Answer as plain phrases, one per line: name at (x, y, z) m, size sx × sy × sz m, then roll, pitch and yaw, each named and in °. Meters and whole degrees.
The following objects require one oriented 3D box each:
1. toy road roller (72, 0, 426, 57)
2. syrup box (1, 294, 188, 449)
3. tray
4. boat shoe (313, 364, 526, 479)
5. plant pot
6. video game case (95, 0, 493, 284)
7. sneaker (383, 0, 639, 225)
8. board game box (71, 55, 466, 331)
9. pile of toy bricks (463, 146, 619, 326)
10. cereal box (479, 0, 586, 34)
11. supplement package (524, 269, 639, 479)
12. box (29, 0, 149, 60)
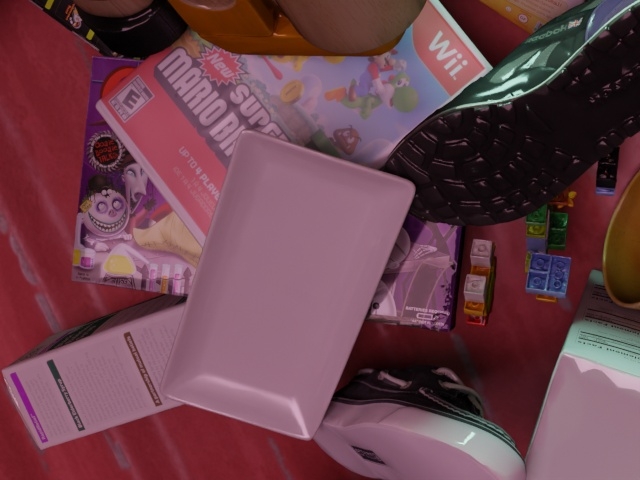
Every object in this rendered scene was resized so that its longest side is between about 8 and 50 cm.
toy road roller at (-0.076, -0.285, 0.892) m, size 0.330 × 0.202 × 0.240 m, roll 8°, pitch 74°, yaw 21°
syrup box at (-0.185, 0.119, 1.156) m, size 0.237 × 0.093 × 0.096 m, roll -19°, pitch 99°, yaw 23°
tray at (-0.033, 0.040, 0.973) m, size 0.145 × 0.030 × 0.270 m, roll 17°, pitch 118°, yaw -6°
boat shoe at (0.089, 0.152, 0.988) m, size 0.108 × 0.301 × 0.102 m, roll 47°, pitch 71°, yaw -12°
plant pot at (0.306, 0.005, 0.950) m, size 0.095 × 0.134 × 0.134 m, roll 19°, pitch 113°, yaw -14°
video game case at (-0.026, -0.126, 0.987) m, size 0.285 × 0.025 × 0.204 m, roll -39°, pitch 83°, yaw 11°
sneaker at (0.180, -0.111, 0.906) m, size 0.283 × 0.124 × 0.107 m, roll -29°, pitch 112°, yaw 29°
board game box at (-0.043, -0.044, 1.030) m, size 0.347 × 0.056 × 0.208 m, roll 6°, pitch 89°, yaw 12°
pile of toy bricks at (0.185, -0.021, 0.985) m, size 0.118 × 0.105 × 0.212 m, roll 8°, pitch 67°, yaw 15°
cereal box at (0.163, -0.280, 0.887) m, size 0.173 × 0.047 × 0.240 m, roll 34°, pitch 144°, yaw 8°
supplement package at (0.254, 0.160, 0.960) m, size 0.149 × 0.203 × 0.194 m, roll 18°, pitch 111°, yaw 13°
box at (-0.191, -0.279, 1.070) m, size 0.184 × 0.045 × 0.190 m, roll 35°, pitch 113°, yaw 3°
